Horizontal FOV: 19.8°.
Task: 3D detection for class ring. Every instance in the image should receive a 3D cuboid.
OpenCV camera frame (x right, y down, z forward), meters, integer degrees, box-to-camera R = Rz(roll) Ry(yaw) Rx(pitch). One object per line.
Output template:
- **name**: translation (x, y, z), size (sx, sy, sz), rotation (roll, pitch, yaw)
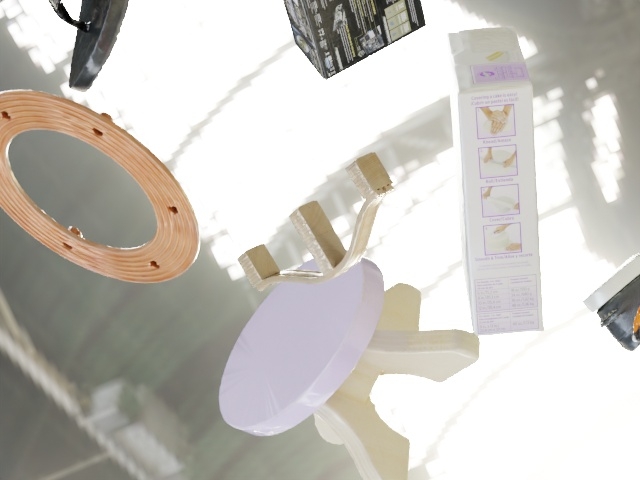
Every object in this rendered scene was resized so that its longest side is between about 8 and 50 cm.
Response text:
- **ring**: translation (-0.299, -0.070, 2.338), size (0.336, 0.337, 0.032), rotation (51, -129, -30)

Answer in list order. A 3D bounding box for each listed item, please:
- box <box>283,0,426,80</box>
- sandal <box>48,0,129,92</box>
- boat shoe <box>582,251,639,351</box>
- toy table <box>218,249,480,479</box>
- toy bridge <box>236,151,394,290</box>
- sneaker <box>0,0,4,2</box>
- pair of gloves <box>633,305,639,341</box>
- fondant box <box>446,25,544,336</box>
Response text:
- **box**: translation (0.033, -0.301, 2.163), size (0.077, 0.147, 0.180), rotation (54, 170, 37)
- **sandal**: translation (-0.261, -0.388, 2.152), size (0.107, 0.445, 0.167), rotation (9, -152, -16)
- **boat shoe**: translation (0.450, 0.009, 2.154), size (0.091, 0.302, 0.114), rotation (50, -164, 3)
- **toy table**: translation (0.030, 0.132, 1.904), size (0.161, 0.274, 0.252), rotation (24, -116, -25)
- **toy bridge**: translation (0.000, 0.000, 1.477), size (0.026, 0.188, 0.063), rotation (-25, -100, -43)
- **sneaker**: translation (-0.296, -0.337, 1.831), size (0.131, 0.350, 0.148), rotation (42, 172, 26)
- **pair of gloves**: translation (0.329, 0.060, 1.822), size (0.083, 0.010, 0.074), rotation (122, 167, -73)
- **fondant box**: translation (0.220, -0.077, 2.322), size (0.238, 0.096, 0.330), rotation (-89, -7, -66)
